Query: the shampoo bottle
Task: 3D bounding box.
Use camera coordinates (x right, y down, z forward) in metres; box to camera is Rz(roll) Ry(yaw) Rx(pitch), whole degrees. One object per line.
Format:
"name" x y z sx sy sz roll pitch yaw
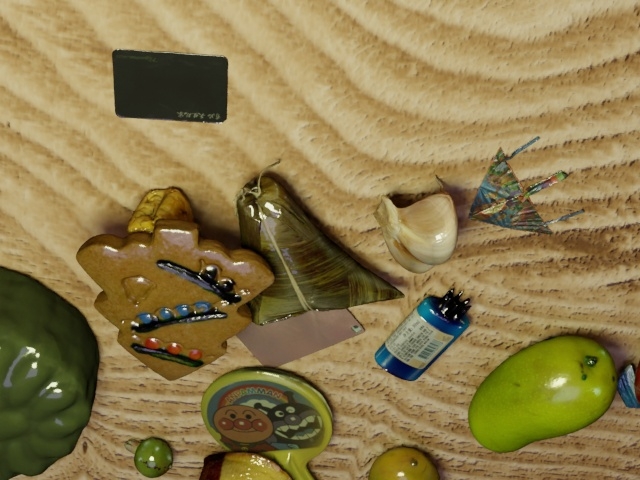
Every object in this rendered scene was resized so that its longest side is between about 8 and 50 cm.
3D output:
"shampoo bottle" 0.168 0.147 1.958 0.087 0.050 0.183 28 125 -17

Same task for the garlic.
"garlic" 0.146 -0.015 1.789 0.099 0.124 0.174 -22 165 -15

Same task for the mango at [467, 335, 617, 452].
"mango" 0.349 0.252 1.991 0.175 0.143 0.293 24 136 -25

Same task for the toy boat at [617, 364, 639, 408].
"toy boat" 0.557 0.234 2.045 0.149 0.034 0.105 -10 127 -7

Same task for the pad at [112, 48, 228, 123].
"pad" -0.205 -0.210 1.700 0.157 0.003 0.112 3 130 -2

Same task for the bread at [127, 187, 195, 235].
"bread" -0.228 0.028 1.830 0.083 0.114 0.211 8 132 15

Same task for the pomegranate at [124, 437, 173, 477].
"pomegranate" -0.295 0.375 2.149 0.085 0.073 0.073 10 142 43

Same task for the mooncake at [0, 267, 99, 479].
"mooncake" -0.527 0.220 1.939 0.357 0.194 0.356 1 130 1

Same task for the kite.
"kite" 0.286 -0.063 1.809 0.160 0.010 0.183 -25 125 19

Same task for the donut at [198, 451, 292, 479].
"donut" -0.132 0.437 2.151 0.184 0.073 0.166 -1 135 34

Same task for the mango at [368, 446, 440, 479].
"mango" 0.144 0.435 2.170 0.130 0.092 0.194 6 134 -6

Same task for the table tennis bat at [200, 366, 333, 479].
"table tennis bat" -0.070 0.352 2.130 0.224 0.054 0.368 -10 127 17

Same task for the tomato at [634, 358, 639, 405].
"tomato" 0.662 0.229 1.943 0.338 0.143 0.338 -3 127 -4

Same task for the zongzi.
"zongzi" 0.000 0.000 1.810 0.241 0.111 0.247 -7 127 -3

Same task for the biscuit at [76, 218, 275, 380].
"biscuit" -0.206 0.097 1.787 0.278 0.043 0.301 2 129 -1

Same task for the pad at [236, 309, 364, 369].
"pad" -0.036 0.144 1.988 0.188 0.006 0.113 -24 126 21
